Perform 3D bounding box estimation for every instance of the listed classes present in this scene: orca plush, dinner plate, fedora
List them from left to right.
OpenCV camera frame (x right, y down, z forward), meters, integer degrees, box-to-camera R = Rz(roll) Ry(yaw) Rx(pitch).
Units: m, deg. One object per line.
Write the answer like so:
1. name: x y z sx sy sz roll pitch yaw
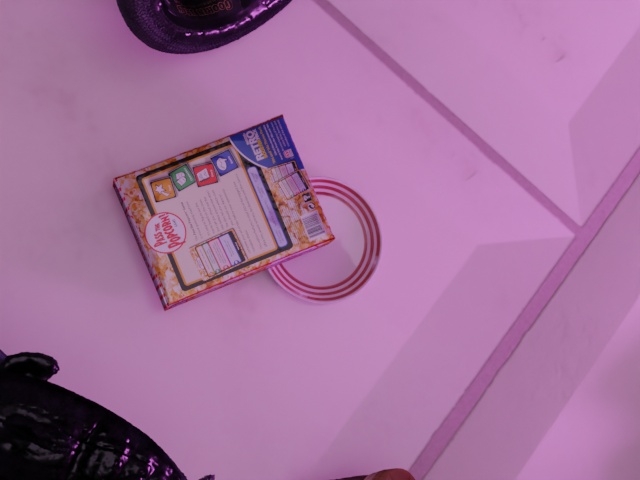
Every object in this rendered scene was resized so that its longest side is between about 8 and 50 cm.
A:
1. orca plush: -0.215 0.184 0.977 0.287 0.102 0.151 36 74 -10
2. fedora: -0.110 -0.359 1.248 0.334 0.334 0.152 -42 65 -17
3. dinner plate: 0.000 0.000 1.330 0.141 0.017 0.141 2 83 -17

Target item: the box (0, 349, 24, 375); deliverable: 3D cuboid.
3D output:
1. box: -0.449 0.221 1.067 0.293 0.212 0.395 43 73 -7

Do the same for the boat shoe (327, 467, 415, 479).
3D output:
1. boat shoe: 0.075 0.396 1.261 0.123 0.123 0.342 -46 120 -56

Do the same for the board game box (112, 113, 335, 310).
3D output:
1. board game box: -0.102 -0.030 1.277 0.193 0.045 0.147 -21 86 -14
